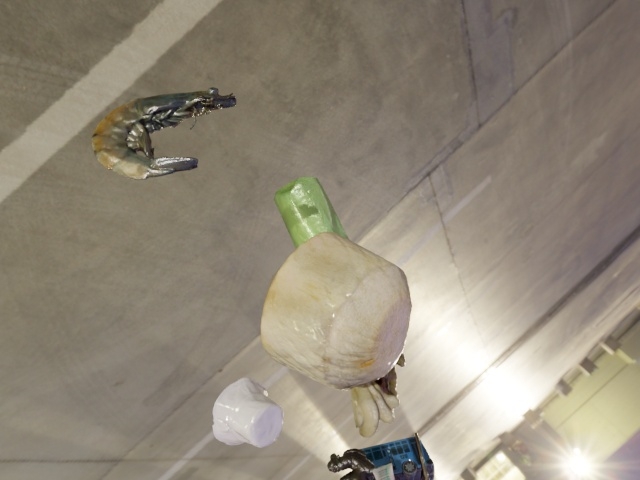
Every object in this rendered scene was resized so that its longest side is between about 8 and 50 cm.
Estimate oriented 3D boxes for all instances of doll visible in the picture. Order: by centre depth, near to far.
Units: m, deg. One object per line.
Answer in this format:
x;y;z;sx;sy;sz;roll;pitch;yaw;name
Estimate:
0.091;0.579;1.202;0.057;0.165;0.139;86;23;-59;doll

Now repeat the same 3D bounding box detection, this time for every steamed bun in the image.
0.149;0.286;1.352;0.189;0.428;0.247;-19;109;7;steamed bun

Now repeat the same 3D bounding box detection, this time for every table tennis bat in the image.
0.261;0.586;1.242;0.022;0.131;0.234;-14;111;4;table tennis bat

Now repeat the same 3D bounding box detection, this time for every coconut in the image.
0.016;0.132;1.015;0.329;0.329;0.328;-29;147;-21;coconut

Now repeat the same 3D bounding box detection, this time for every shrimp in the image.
-0.218;-0.154;0.720;0.217;0.150;0.051;-20;150;-7;shrimp

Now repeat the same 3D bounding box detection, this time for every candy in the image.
0.000;0.000;1.301;0.142;0.343;0.132;-27;180;-1;candy

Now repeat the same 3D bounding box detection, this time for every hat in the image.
-0.178;0.478;1.346;0.203;0.126;0.203;-9;102;-49;hat

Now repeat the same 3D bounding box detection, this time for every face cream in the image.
0.117;0.428;0.828;0.038;0.115;0.020;-26;132;8;face cream

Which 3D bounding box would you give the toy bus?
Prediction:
0.215;0.682;1.508;0.234;0.133;0.116;-11;125;-6;toy bus
